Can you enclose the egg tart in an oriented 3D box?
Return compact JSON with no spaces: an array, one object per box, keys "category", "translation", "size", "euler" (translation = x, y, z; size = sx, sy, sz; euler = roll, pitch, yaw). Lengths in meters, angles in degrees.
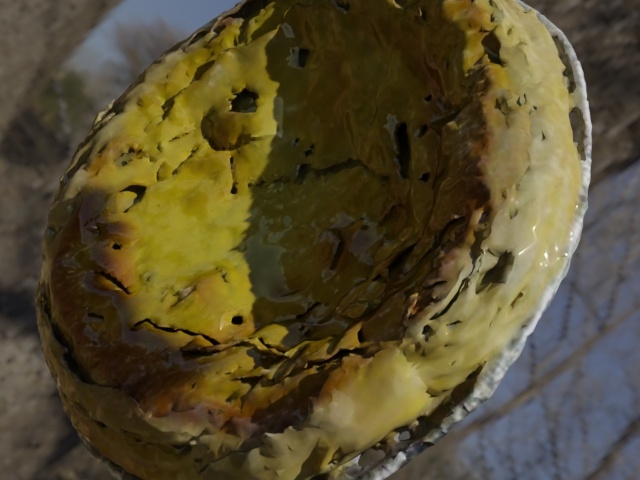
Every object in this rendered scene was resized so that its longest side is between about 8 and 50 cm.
[{"category":"egg tart","translation":[0.000,0.000,0.636],"size":[0.094,0.234,0.234],"euler":[47,0,-44]}]
